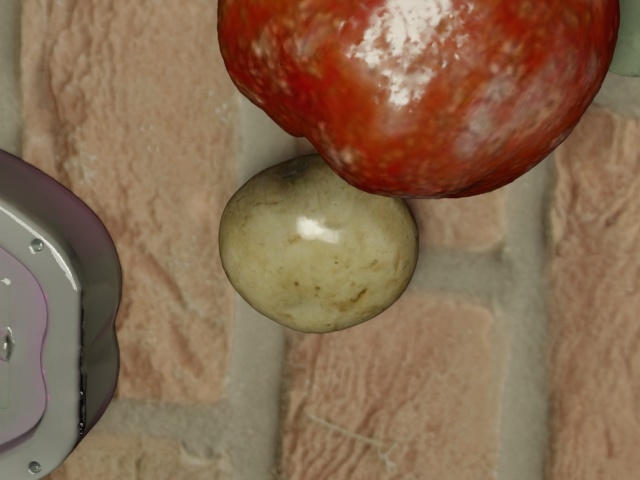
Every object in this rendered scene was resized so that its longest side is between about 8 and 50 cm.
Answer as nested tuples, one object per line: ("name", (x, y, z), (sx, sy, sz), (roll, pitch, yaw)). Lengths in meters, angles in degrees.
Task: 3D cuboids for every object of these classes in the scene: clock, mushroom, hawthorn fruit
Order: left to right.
("clock", (-0.344, 0.071, 1.311), (0.338, 0.102, 0.339), (2, 107, 8))
("mushroom", (0.000, 0.000, 1.230), (0.166, 0.127, 0.166), (5, 130, 6))
("hawthorn fruit", (0.075, -0.162, 1.099), (0.284, 0.284, 0.284), (2, 107, 8))

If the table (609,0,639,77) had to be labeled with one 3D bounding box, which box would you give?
("table", (0.253, -0.193, 1.145), (0.133, 0.043, 0.133), (6, 101, 34))
